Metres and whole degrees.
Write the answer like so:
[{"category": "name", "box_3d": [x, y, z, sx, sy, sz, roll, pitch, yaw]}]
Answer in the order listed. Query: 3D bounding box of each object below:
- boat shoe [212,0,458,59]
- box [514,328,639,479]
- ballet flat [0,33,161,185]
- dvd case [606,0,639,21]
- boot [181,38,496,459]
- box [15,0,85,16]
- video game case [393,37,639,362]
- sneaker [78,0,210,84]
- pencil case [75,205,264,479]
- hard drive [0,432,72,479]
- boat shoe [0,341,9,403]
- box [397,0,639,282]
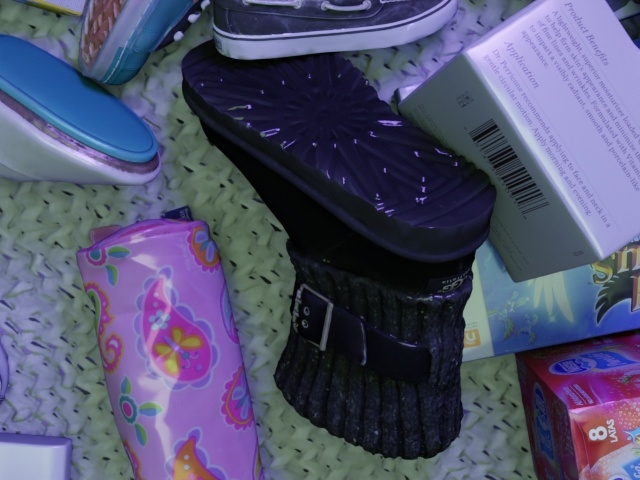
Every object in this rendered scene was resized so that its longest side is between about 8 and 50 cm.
[{"category": "boat shoe", "box_3d": [0.017, -0.203, 1.067, 0.219, 0.078, 0.070, -13, 132, -19]}, {"category": "box", "box_3d": [0.243, 0.153, 1.024, 0.128, 0.257, 0.123, -11, 94, 1]}, {"category": "ballet flat", "box_3d": [-0.318, -0.138, 1.092, 0.400, 0.139, 0.139, 35, 93, 3]}, {"category": "dvd case", "box_3d": [0.272, -0.284, 1.045, 0.238, 0.029, 0.179, -23, 100, -32]}, {"category": "boot", "box_3d": [-0.003, 0.002, 1.079, 0.131, 0.348, 0.260, -22, 137, -28]}, {"category": "box", "box_3d": [-0.276, -0.263, 1.076, 0.179, 0.043, 0.105, 15, 93, -31]}, {"category": "video game case", "box_3d": [0.218, -0.038, 1.113, 0.269, 0.061, 0.244, -11, 94, 1]}, {"category": "sneaker", "box_3d": [-0.089, -0.249, 1.074, 0.121, 0.108, 0.302, 26, 104, -32]}, {"category": "pencil case", "box_3d": [-0.126, 0.118, 1.100, 0.124, 0.124, 0.284, -13, 92, 1]}, {"category": "hard drive", "box_3d": [-0.351, 0.344, 1.147, 0.233, 0.047, 0.353, 4, 94, 1]}, {"category": "boat shoe", "box_3d": [-0.401, 0.010, 1.073, 0.135, 0.156, 0.367, -29, 93, 2]}, {"category": "box", "box_3d": [0.173, -0.079, 0.979, 0.119, 0.182, 0.181, -34, 90, -14]}]
